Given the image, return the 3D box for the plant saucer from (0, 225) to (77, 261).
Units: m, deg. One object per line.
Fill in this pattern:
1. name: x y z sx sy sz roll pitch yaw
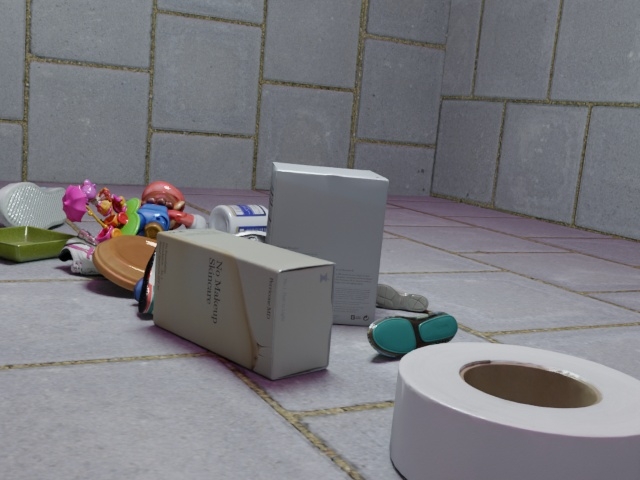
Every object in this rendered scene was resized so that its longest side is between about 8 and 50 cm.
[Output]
1. plant saucer: -0.656 0.009 1.709 0.188 0.045 0.188 10 10 27

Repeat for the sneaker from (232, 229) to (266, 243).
1. sneaker: -0.086 0.046 1.626 0.283 0.107 0.124 1 16 -23

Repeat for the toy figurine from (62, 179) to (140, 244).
1. toy figurine: -0.496 -0.074 1.729 0.130 0.173 0.159 -14 -44 33

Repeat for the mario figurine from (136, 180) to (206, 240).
1. mario figurine: -0.416 -0.027 1.969 0.198 0.170 0.320 40 17 -10

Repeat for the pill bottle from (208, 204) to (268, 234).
1. pill bottle: -0.192 -0.039 2.059 0.186 0.112 0.112 -2 11 -42

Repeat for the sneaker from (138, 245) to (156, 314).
1. sneaker: -0.267 0.071 1.351 0.075 0.057 0.161 21 39 -19

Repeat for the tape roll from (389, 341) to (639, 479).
1. tape roll: 0.218 0.197 0.832 0.286 0.100 0.286 4 9 -1

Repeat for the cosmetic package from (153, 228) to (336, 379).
1. cosmetic package: -0.124 0.084 1.173 0.113 0.160 0.309 -4 12 -42

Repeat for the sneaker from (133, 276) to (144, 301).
1. sneaker: -0.268 0.088 1.404 0.144 0.053 0.059 -4 15 -41

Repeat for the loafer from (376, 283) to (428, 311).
1. loafer: 0.149 0.115 1.520 0.125 0.045 0.039 13 -7 10

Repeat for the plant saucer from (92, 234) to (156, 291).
1. plant saucer: -0.336 0.042 1.498 0.200 0.037 0.200 20 20 -8

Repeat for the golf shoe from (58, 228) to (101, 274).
1. golf shoe: -0.457 0.047 1.575 0.186 0.067 0.086 26 61 38

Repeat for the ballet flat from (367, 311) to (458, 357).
1. ballet flat: 0.136 0.152 1.236 0.188 0.070 0.070 1 10 -36

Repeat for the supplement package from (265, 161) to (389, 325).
1. supplement package: 0.000 0.000 1.428 0.199 0.263 0.198 5 9 -6

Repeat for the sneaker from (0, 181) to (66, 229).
1. sneaker: -0.780 -0.080 1.997 0.150 0.135 0.366 -2 0 3
